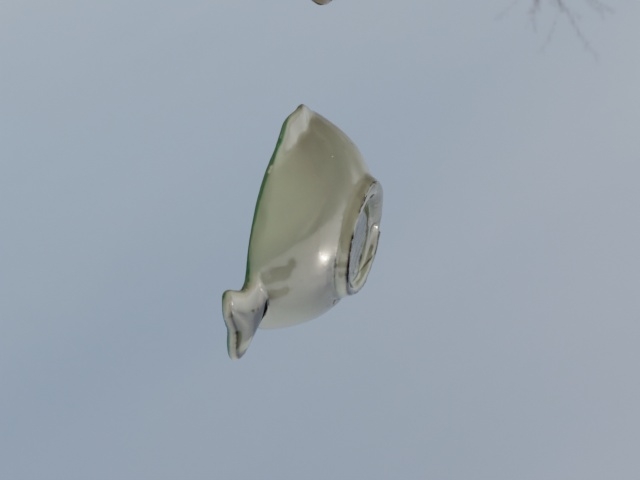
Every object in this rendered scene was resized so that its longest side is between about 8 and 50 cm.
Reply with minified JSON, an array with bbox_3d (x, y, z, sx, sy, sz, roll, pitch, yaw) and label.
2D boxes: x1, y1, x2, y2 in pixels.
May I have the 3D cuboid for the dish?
[{"bbox_3d":[0.000,0.000,0.903,0.078,0.224,0.246,14,-132,15],"label":"dish"}]

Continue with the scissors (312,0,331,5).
[{"bbox_3d":[-0.034,-0.138,0.404,0.017,0.088,0.220,-21,-177,16],"label":"scissors"}]
